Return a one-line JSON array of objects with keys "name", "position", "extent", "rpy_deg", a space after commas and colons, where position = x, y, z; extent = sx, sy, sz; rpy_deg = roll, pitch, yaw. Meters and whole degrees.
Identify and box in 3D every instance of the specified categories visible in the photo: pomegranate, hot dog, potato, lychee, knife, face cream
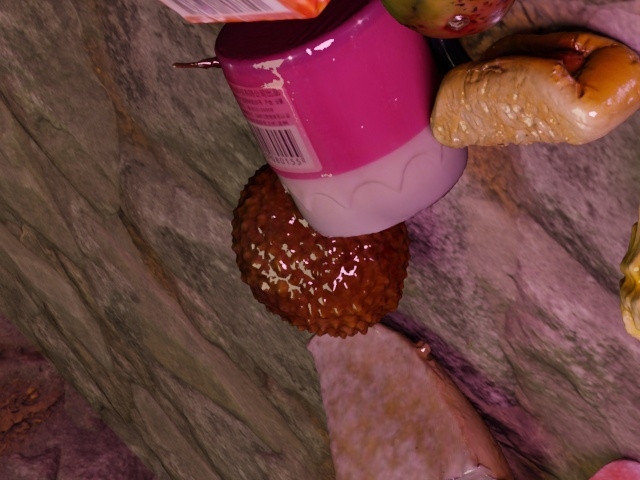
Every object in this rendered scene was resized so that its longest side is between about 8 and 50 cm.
[{"name": "pomegranate", "position": [0.100, -0.217, 1.285], "extent": [0.130, 0.130, 0.130], "rpy_deg": [42, 157, 22]}, {"name": "hot dog", "position": [0.164, -0.123, 1.344], "extent": [0.242, 0.084, 0.073], "rpy_deg": [5, 127, 62]}, {"name": "potato", "position": [0.129, 0.211, 1.963], "extent": [0.189, 0.211, 0.264], "rpy_deg": [21, -133, -47]}, {"name": "lychee", "position": [0.000, 0.000, 1.733], "extent": [0.200, 0.200, 0.238], "rpy_deg": [41, 170, 24]}, {"name": "knife", "position": [0.106, -0.176, 1.461], "extent": [0.031, 0.018, 0.121], "rpy_deg": [26, 148, 61]}, {"name": "face cream", "position": [0.022, -0.127, 1.494], "extent": [0.175, 0.175, 0.195], "rpy_deg": [21, 144, 53]}]

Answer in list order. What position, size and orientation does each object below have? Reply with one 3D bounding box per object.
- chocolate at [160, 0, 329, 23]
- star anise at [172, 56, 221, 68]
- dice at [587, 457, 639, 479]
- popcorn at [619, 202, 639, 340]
[{"name": "chocolate", "position": [-0.023, -0.273, 1.288], "extent": [0.108, 0.235, 0.237], "rpy_deg": [46, 161, -24]}, {"name": "star anise", "position": [-0.037, -0.175, 1.591], "extent": [0.140, 0.144, 0.158], "rpy_deg": [16, 140, 44]}, {"name": "dice", "position": [0.307, 0.284, 1.710], "extent": [0.094, 0.093, 0.091], "rpy_deg": [40, 157, 29]}, {"name": "popcorn", "position": [0.304, 0.018, 1.167], "extent": [0.167, 0.185, 0.187], "rpy_deg": [40, 150, 36]}]
